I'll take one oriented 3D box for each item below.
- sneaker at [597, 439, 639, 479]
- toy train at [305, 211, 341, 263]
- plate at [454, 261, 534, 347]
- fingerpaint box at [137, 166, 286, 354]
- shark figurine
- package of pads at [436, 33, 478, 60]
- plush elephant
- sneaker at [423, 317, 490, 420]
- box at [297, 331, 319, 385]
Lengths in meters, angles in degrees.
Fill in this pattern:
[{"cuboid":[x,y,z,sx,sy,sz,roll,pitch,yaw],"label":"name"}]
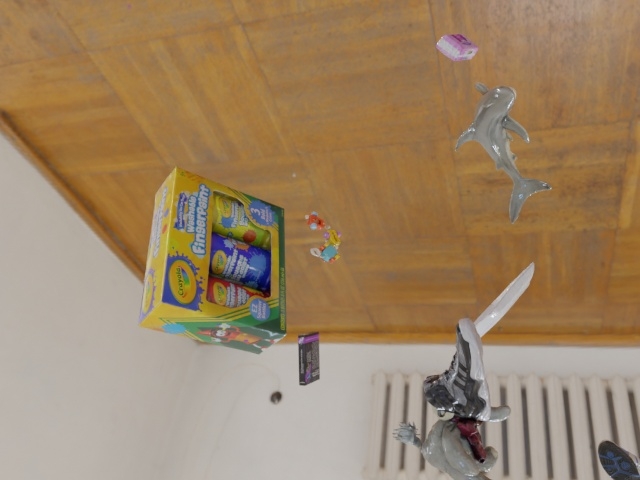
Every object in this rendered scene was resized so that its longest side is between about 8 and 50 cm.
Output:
[{"cuboid":[0.826,0.610,1.594,0.211,0.081,0.080,45,121,3],"label":"sneaker"},{"cuboid":[0.000,0.000,1.757,0.125,0.166,0.046,22,136,-26],"label":"toy train"},{"cuboid":[0.575,0.223,1.940,0.045,0.278,0.277,43,146,13],"label":"plate"},{"cuboid":[-0.290,0.057,1.697,0.371,0.444,0.163,21,139,-30],"label":"fingerpaint box"},{"cuboid":[0.311,-0.174,1.105,0.116,0.166,0.278,-33,129,-2],"label":"shark figurine"},{"cuboid":[0.256,-0.362,1.117,0.050,0.083,0.032,46,128,14],"label":"package of pads"},{"cuboid":[0.399,0.504,1.648,0.330,0.255,0.272,25,-171,13],"label":"plush elephant"},{"cuboid":[0.319,0.319,1.437,0.153,0.101,0.268,-9,107,16],"label":"sneaker"},{"cuboid":[-0.037,0.383,1.946,0.029,0.161,0.116,-4,176,23],"label":"box"}]
